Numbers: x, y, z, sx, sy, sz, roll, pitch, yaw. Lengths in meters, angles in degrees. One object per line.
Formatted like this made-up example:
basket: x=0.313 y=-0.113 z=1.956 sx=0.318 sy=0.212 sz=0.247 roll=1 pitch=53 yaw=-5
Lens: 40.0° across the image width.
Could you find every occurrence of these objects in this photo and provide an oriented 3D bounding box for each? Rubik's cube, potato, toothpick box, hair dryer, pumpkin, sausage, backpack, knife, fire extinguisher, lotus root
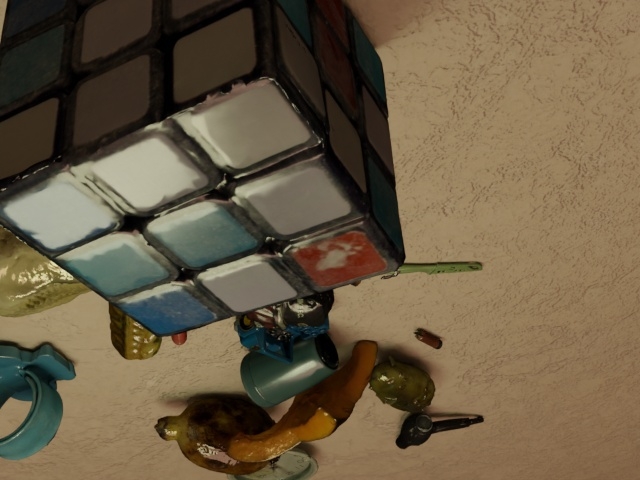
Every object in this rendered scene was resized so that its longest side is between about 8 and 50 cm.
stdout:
Rubik's cube: x=-0.134 y=-0.136 z=1.015 sx=0.362 sy=0.363 sz=0.359 roll=-23 pitch=139 yaw=19
potato: x=0.173 y=0.312 z=1.898 sx=0.117 sy=0.090 sz=0.225 roll=-28 pitch=145 yaw=17
toothpick box: x=-0.058 y=0.250 z=1.764 sx=0.184 sy=0.120 sz=0.120 roll=-27 pitch=139 yaw=21
hair dryer: x=0.299 y=0.464 z=2.172 sx=0.219 sy=0.075 sz=0.195 roll=-6 pitch=155 yaw=-13
pumpkin: x=-0.022 y=0.344 z=1.816 sx=0.290 sy=0.258 sz=0.095 roll=-31 pitch=99 yaw=35
sausage: x=-0.272 y=0.129 z=1.635 sx=0.034 sy=0.034 sz=0.253 roll=-3 pitch=143 yaw=-4
backpack: x=-0.062 y=0.102 z=1.542 sx=0.165 sy=0.105 sz=0.120 roll=8 pitch=143 yaw=17
knife: x=0.198 y=0.054 z=1.615 sx=0.207 sy=0.014 sz=0.030 roll=-2 pitch=143 yaw=-7
fire extinguisher: x=0.221 y=0.203 z=1.816 sx=0.083 sy=0.022 sz=0.028 roll=30 pitch=167 yaw=-39
lotus root: x=-0.210 y=0.430 z=1.945 sx=0.314 sy=0.169 sz=0.141 roll=12 pitch=127 yaw=-23

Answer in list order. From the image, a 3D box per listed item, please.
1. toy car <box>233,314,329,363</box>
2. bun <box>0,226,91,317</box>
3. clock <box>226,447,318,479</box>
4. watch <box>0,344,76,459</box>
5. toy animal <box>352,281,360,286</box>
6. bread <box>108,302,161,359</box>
toy car: x=-0.071 y=0.171 z=1.665 sx=0.191 sy=0.100 sz=0.097 roll=-26 pitch=142 yaw=30
bun: x=-0.434 y=0.031 z=1.392 sx=0.230 sy=0.145 sz=0.229 roll=-22 pitch=176 yaw=-2
clock: x=-0.124 y=0.572 z=2.252 sx=0.237 sy=0.053 sz=0.236 roll=-6 pitch=143 yaw=-4
watch: x=-0.588 y=0.319 z=1.713 sx=0.211 sy=0.193 sz=0.211 roll=-3 pitch=146 yaw=-2
toy animal: x=0.000 y=0.000 z=1.476 sx=0.224 sy=0.066 sz=0.229 roll=9 pitch=156 yaw=11
bread: x=-0.331 y=0.132 z=1.581 sx=0.098 sy=0.087 sz=0.269 roll=0 pitch=145 yaw=-11
